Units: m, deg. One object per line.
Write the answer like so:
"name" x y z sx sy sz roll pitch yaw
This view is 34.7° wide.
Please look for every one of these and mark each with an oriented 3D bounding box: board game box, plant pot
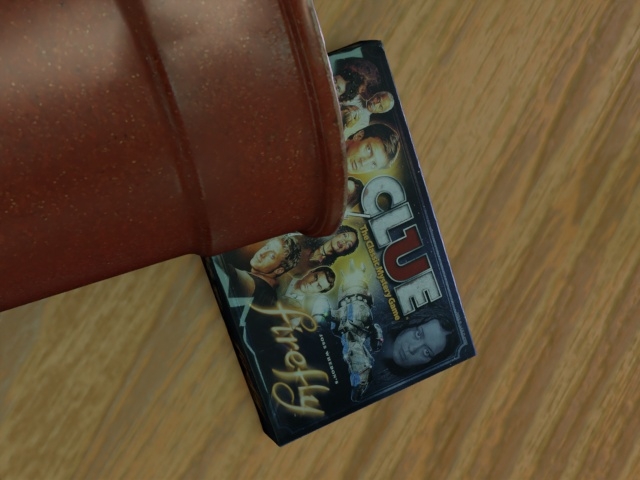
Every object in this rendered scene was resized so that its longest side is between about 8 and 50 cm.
"board game box" 0.000 0.000 0.722 0.165 0.042 0.243 -23 104 -16
"plant pot" -0.164 -0.077 0.505 0.265 0.272 0.272 -23 104 -12
